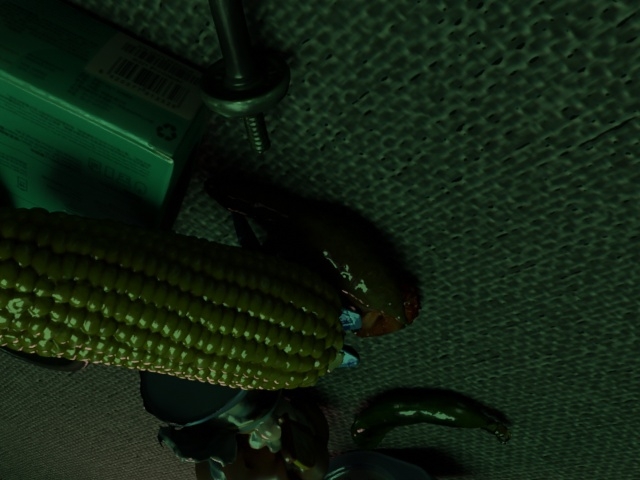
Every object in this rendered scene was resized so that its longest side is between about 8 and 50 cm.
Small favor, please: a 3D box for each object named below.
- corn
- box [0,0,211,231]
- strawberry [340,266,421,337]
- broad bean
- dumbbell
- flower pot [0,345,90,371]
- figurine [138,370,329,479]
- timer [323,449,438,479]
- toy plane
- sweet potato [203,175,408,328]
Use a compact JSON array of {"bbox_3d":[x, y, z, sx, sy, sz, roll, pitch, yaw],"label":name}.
[{"bbox_3d":[-0.141,0.057,0.612,0.387,0.144,0.144,19,147,-30],"label":"corn"},{"bbox_3d":[-0.245,-0.074,0.678,0.205,0.118,0.311,27,142,-5],"label":"box"},{"bbox_3d":[0.066,0.081,0.792,0.104,0.048,0.152,23,140,2],"label":"strawberry"},{"bbox_3d":[0.136,0.286,1.012,0.292,0.049,0.144,-20,129,40],"label":"broad bean"},{"bbox_3d":[-0.070,-0.171,0.511,0.082,0.081,0.254,8,140,15],"label":"dumbbell"},{"bbox_3d":[-0.379,0.053,0.871,0.235,0.148,0.235,16,145,12],"label":"flower pot"},{"bbox_3d":[-0.111,0.302,0.989,0.277,0.248,0.388,42,167,44],"label":"figurine"},{"bbox_3d":[0.043,0.549,1.127,0.395,0.395,0.173,-19,129,40],"label":"timer"},{"bbox_3d":[-0.050,0.064,0.779,0.169,0.078,0.246,-19,102,18],"label":"toy plane"},{"bbox_3d":[-0.001,-0.003,0.703,0.269,0.074,0.075,34,141,-4],"label":"sweet potato"}]
